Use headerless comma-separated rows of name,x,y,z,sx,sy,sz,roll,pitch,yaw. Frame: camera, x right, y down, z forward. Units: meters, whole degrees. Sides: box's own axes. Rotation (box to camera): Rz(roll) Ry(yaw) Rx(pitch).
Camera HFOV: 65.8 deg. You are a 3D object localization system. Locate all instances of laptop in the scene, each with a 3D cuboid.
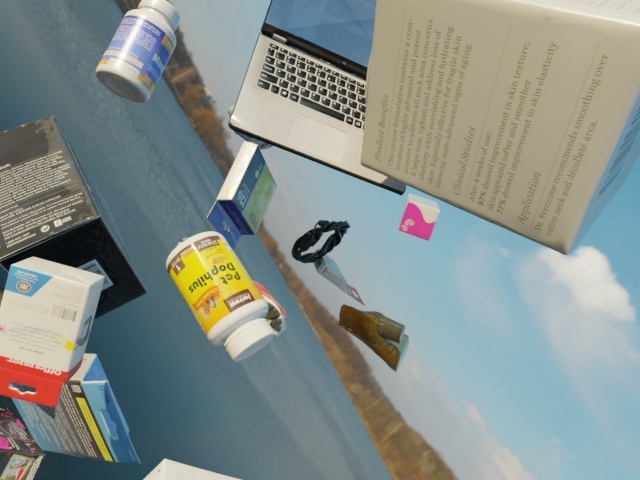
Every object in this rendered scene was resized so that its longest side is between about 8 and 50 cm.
laptop,0.073,-0.369,0.975,0.236,0.381,0.408,133,-28,-59

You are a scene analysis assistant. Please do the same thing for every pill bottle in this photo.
pill bottle,-0.170,0.098,0.861,0.215,0.117,0.117,54,-7,17
pill bottle,-0.499,-0.540,1.386,0.152,0.272,0.152,19,-14,5

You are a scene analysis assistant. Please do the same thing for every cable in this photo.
cable,0.000,0.000,1.341,0.047,0.150,0.184,57,-40,21

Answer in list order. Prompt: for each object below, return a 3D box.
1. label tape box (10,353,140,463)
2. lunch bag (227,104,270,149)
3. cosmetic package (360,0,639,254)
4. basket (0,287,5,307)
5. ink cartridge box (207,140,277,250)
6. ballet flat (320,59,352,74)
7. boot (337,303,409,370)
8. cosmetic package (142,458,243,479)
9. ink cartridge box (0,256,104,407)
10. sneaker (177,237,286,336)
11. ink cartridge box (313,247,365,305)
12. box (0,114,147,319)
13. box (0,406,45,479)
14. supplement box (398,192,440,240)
label tape box,-0.600,0.417,1.251,0.115,0.347,0.249,-53,135,-60
lunch bag,-0.213,-0.488,1.986,0.303,0.243,0.115,22,48,-70
cosmetic package,0.323,-0.252,0.814,0.393,0.327,0.330,30,-44,29
basket,-0.744,0.210,1.157,0.226,0.154,0.204,8,-43,43
ink cartridge box,-0.268,-0.144,1.775,0.072,0.307,0.304,15,-19,13
ballet flat,0.070,-0.682,1.897,0.147,0.408,0.147,45,21,-22
boot,0.162,0.296,1.549,0.211,0.104,0.295,18,-31,22
cosmetic package,-0.221,0.545,0.871,0.224,0.138,0.224,33,24,-28
ink cartridge box,-0.486,0.160,0.872,0.134,0.231,0.078,17,7,-8
sneaker,-0.187,0.103,1.024,0.279,0.107,0.118,41,6,3
ink cartridge box,0.060,0.105,1.448,0.179,0.045,0.145,34,8,-15
box,-0.842,-0.046,1.612,0.472,0.297,0.480,53,-20,27
box,-0.675,0.434,0.956,0.247,0.164,0.142,10,-16,44
supplement box,0.343,-0.087,1.731,0.113,0.111,0.220,19,14,4
